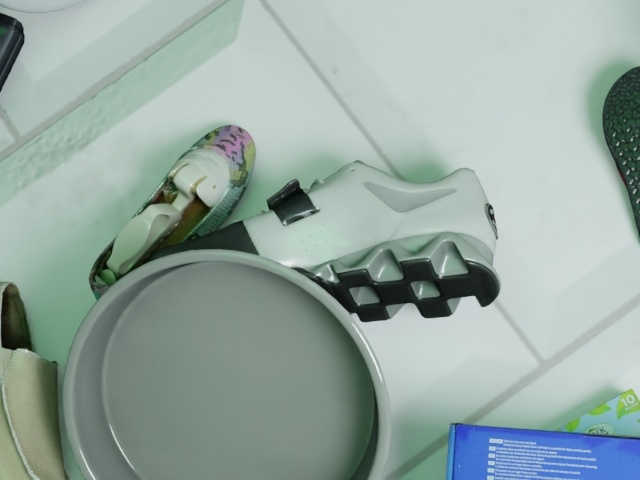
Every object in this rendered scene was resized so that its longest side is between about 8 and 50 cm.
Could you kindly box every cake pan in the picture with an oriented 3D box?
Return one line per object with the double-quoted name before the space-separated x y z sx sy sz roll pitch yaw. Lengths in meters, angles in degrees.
"cake pan" -0.079 0.145 1.225 0.293 0.054 0.293 3 103 11

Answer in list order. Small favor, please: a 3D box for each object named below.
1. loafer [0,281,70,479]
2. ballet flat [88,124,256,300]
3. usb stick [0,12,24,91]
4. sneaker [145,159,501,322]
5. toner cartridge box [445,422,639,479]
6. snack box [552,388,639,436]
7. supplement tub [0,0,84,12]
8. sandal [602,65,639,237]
"loafer" -0.284 0.145 1.296 0.092 0.102 0.268 -32 70 6
"ballet flat" -0.141 -0.026 1.334 0.077 0.079 0.221 36 82 19
"usb stick" -0.384 -0.107 1.420 0.077 0.045 0.278 18 77 22
"sneaker" 0.000 0.000 1.296 0.330 0.122 0.146 -4 55 10
"toner cartridge box" 0.274 0.246 1.143 0.347 0.075 0.165 4 77 8
"snack box" 0.263 0.215 1.212 0.100 0.037 0.141 -28 72 0
"supplement tub" -0.319 -0.405 1.420 0.193 0.193 0.316 -32 71 -1
"sandal" 0.304 -0.071 1.297 0.067 0.040 0.179 -11 86 12
